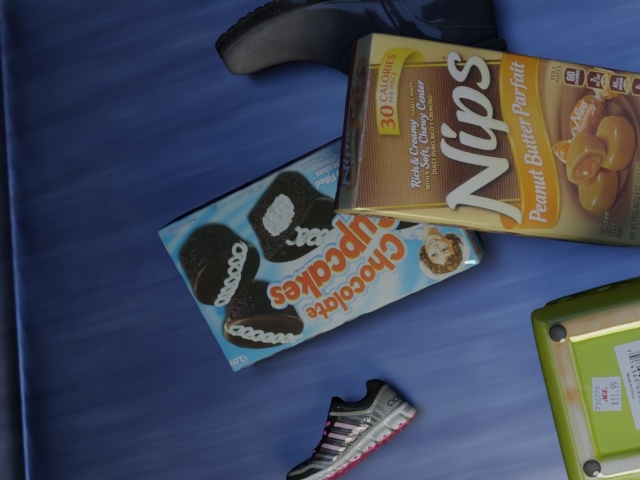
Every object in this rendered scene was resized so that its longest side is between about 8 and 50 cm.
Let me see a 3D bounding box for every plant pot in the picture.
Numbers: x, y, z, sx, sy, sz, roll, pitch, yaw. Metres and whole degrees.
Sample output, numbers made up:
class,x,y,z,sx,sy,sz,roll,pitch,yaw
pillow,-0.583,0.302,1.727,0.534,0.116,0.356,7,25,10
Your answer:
class,x,y,z,sx,sy,sz,roll,pitch,yaw
plant pot,0.340,0.143,1.506,0.227,0.207,0.228,-15,81,18

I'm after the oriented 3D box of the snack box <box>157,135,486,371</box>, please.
class,x,y,z,sx,sy,sz,roll,pitch,yaw
snack box,0.000,0.000,1.670,0.322,0.060,0.187,-26,97,21

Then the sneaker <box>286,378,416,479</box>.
class,x,y,z,sx,sy,sz,roll,pitch,yaw
sneaker,0.023,0.216,1.688,0.170,0.063,0.075,-37,76,8

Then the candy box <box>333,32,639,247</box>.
class,x,y,z,sx,sy,sz,roll,pitch,yaw
candy box,0.182,-0.100,1.557,0.316,0.087,0.183,7,88,-14

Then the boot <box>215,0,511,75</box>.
class,x,y,z,sx,sy,sz,roll,pitch,yaw
boot,0.054,-0.185,1.679,0.338,0.118,0.223,-18,91,25
